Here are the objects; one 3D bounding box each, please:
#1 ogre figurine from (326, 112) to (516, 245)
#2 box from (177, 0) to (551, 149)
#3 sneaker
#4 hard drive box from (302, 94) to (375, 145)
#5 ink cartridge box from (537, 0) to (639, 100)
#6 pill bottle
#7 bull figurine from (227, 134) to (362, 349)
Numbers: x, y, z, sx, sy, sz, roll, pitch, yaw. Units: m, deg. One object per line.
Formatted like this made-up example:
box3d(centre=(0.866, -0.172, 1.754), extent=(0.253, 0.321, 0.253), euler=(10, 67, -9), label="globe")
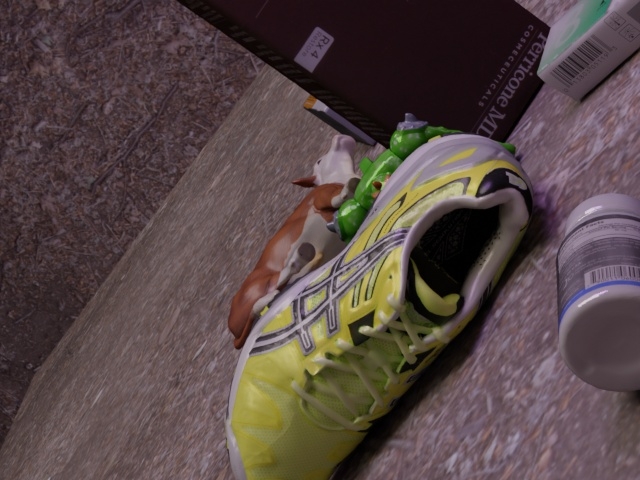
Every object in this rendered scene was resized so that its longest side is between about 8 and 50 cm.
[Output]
box3d(centre=(0.089, -0.035, 1.420), extent=(0.197, 0.118, 0.097), euler=(-50, 14, 29), label="ogre figurine")
box3d(centre=(0.040, -0.235, 1.506), extent=(0.191, 0.381, 0.143), euler=(-57, 15, -2), label="box")
box3d(centre=(0.043, 0.070, 1.273), extent=(0.384, 0.145, 0.147), euler=(-57, 12, 4), label="sneaker")
box3d(centre=(0.087, -0.257, 2.071), extent=(0.232, 0.089, 0.181), euler=(-56, 13, -1), label="hard drive box")
box3d(centre=(0.294, -0.257, 1.365), extent=(0.181, 0.056, 0.224), euler=(-44, 19, 43), label="ink cartridge box")
box3d(centre=(0.193, 0.029, 0.952), extent=(0.078, 0.078, 0.137), euler=(-49, 14, 29), label="pill bottle")
box3d(centre=(0.000, 0.000, 1.710), extent=(0.310, 0.101, 0.188), euler=(-61, 15, -24), label="bull figurine")
